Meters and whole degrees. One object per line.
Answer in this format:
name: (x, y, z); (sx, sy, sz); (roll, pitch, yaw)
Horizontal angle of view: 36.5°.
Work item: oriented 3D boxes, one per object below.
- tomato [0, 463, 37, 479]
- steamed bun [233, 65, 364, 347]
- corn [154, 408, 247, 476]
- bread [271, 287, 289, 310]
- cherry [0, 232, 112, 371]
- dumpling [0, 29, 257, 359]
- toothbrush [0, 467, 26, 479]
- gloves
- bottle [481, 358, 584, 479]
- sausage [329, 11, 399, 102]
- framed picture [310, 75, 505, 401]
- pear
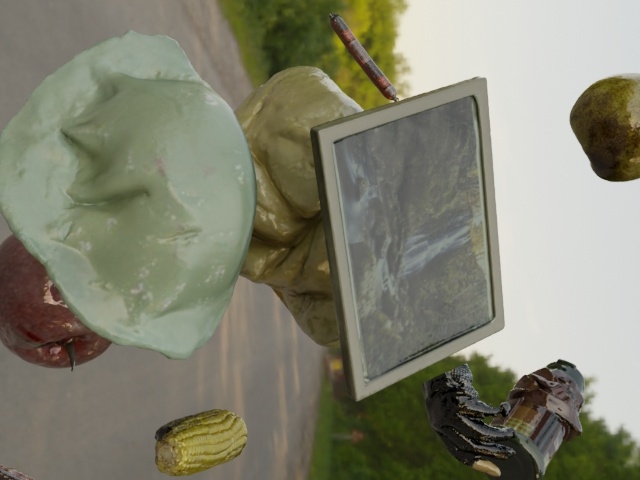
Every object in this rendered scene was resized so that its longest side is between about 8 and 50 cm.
tomato: (-0.463, 0.476, 1.459); (0.338, 0.338, 0.144); (-77, -168, -87)
steamed bun: (-0.027, -0.040, 1.326); (0.324, 0.230, 0.372); (5, -64, 61)
corn: (-0.149, 0.251, 1.208); (0.203, 0.072, 0.072); (11, 71, -74)
bread: (0.000, 0.000, 1.713); (0.239, 0.246, 0.111); (56, 4, -47)
cherry: (-0.434, 0.102, 1.606); (0.285, 0.212, 0.236); (60, -29, 35)
dumpling: (-0.199, -0.041, 1.085); (0.321, 0.270, 0.212); (57, -12, 35)
toothbrush: (-0.286, 0.364, 1.250); (0.041, 0.364, 0.041); (-64, -177, 6)
gloves: (0.232, 0.295, 1.539); (0.129, 0.106, 0.181); (-36, -107, 44)
bottle: (0.393, 0.322, 1.735); (0.271, 0.143, 0.156); (-39, 138, -42)
sausage: (0.075, -0.319, 1.694); (0.198, 0.028, 0.025); (53, 4, 6)
framed picture: (0.109, -0.002, 1.096); (0.020, 0.240, 0.324); (22, -55, 53)
pear: (0.563, -0.212, 1.780); (0.197, 0.197, 0.197); (-7, 90, -89)
